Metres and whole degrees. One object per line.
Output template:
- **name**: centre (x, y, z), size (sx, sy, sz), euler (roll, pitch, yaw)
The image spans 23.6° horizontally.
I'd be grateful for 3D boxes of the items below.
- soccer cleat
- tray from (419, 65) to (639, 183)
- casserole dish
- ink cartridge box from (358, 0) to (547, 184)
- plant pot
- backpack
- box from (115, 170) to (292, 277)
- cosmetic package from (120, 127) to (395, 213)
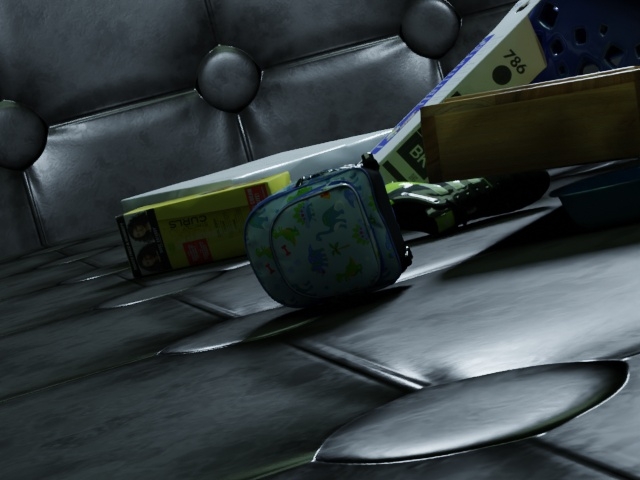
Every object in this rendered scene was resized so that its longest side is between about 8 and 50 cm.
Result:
- **soccer cleat**: centre (0.137, -0.035, 1.496), size (0.179, 0.060, 0.072), euler (-10, 31, 11)
- **tray**: centre (0.279, -0.110, 1.396), size (0.203, 0.076, 0.411), euler (-7, 2, 33)
- **casserole dish**: centre (0.281, -0.045, 1.241), size (0.188, 0.037, 0.114), euler (-14, 6, 21)
- **ink cartridge box**: centre (0.149, -0.145, 1.717), size (0.332, 0.065, 0.165), euler (-46, 6, 0)
- **plant pot**: centre (0.389, -0.258, 1.774), size (0.236, 0.212, 0.236), euler (-19, 36, -33)
- **backpack**: centre (0.000, 0.000, 1.193), size (0.114, 0.105, 0.084), euler (-19, 3, 16)
- **box**: centre (-0.135, -0.017, 1.867), size (0.232, 0.087, 0.058), euler (-11, 9, 30)
- **cosmetic package**: centre (-0.074, -0.065, 2.123), size (0.284, 0.097, 0.377), euler (-16, 5, -28)
